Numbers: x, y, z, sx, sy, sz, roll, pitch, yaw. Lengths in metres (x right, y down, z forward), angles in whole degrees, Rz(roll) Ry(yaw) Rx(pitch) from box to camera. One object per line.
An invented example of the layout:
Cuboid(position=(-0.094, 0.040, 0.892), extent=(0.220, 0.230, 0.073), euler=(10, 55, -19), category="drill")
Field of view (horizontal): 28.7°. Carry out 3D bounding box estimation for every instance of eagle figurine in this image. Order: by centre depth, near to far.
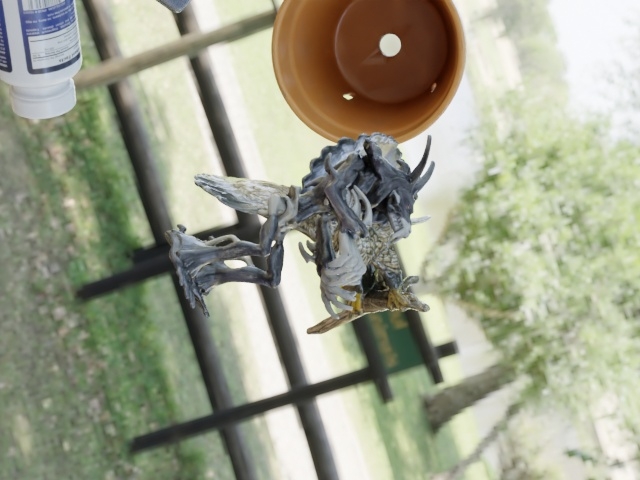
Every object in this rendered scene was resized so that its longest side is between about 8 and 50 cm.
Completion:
Cuboid(position=(0.019, -0.019, 1.549), extent=(0.298, 0.226, 0.225), euler=(56, -3, -26), category="eagle figurine")

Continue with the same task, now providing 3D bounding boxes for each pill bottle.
Cuboid(position=(-0.301, -0.218, 1.310), extent=(0.094, 0.094, 0.169), euler=(-91, 180, -58), category="pill bottle")

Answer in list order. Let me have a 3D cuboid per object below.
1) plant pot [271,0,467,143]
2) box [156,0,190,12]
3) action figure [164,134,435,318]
Cuboid(position=(0.089, -0.297, 1.922), extent=(0.203, 0.291, 0.291), euler=(-42, 114, -72), category="plant pot")
Cuboid(position=(-0.192, -0.341, 0.708), extent=(0.312, 0.179, 0.343), euler=(48, 9, 26), category="box")
Cuboid(position=(0.000, 0.000, 1.209), extent=(0.164, 0.275, 0.141), euler=(74, -6, -68), category="action figure")
